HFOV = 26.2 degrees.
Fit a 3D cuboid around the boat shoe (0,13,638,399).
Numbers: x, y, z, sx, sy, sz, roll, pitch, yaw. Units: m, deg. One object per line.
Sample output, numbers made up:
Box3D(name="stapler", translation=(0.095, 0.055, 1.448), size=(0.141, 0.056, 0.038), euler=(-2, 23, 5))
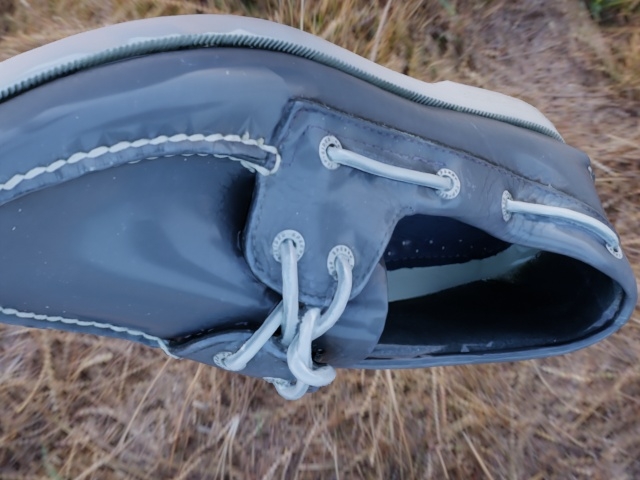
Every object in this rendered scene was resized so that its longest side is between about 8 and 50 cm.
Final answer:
Box3D(name="boat shoe", translation=(0.000, 0.000, 0.489), size=(0.116, 0.319, 0.099), euler=(-54, 54, 32))
